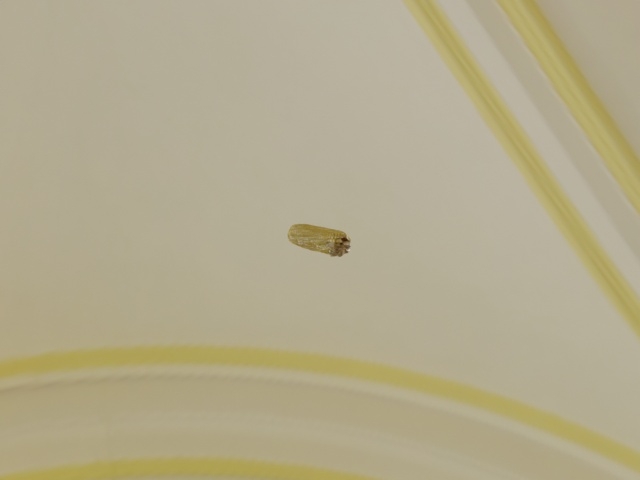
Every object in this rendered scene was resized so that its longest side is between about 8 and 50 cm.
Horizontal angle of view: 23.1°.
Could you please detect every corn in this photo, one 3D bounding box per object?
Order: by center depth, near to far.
[{"bbox_3d":[0.000,0.000,1.573,0.028,0.083,0.027,-43,-54,-32],"label":"corn"}]
